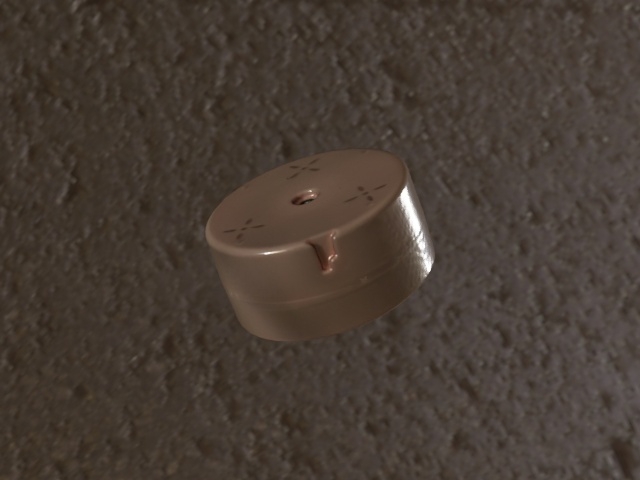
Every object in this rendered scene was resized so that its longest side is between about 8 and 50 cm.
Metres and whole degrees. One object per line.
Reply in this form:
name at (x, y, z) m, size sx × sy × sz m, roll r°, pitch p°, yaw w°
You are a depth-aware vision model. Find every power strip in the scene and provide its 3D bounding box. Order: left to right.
power strip at (0.000, 0.000, 0.936) m, size 0.154 × 0.154 × 0.078 m, roll -44°, pitch 124°, yaw -41°
